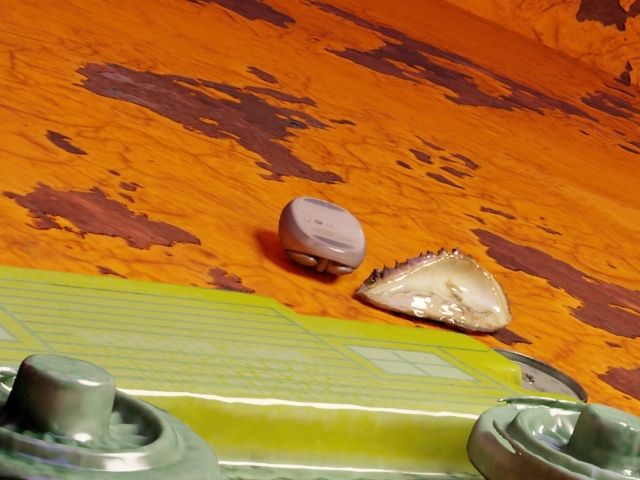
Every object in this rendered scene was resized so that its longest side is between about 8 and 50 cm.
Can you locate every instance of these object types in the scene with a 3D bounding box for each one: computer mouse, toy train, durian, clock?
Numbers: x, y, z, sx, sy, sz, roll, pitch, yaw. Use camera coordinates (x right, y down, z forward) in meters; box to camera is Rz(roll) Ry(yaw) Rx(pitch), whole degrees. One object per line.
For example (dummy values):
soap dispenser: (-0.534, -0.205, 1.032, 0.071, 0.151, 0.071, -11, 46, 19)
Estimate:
computer mouse: (-0.001, 0.002, 1.366, 0.066, 0.039, 0.096, 17, 23, -14)
toy train: (-0.047, 0.110, 0.683, 0.442, 0.179, 0.272, 8, 13, -36)
durian: (0.081, 0.042, 1.364, 0.130, 0.052, 0.066, 11, 56, -22)
clock: (0.143, 0.099, 1.254, 0.085, 0.017, 0.085, 20, 15, -5)
